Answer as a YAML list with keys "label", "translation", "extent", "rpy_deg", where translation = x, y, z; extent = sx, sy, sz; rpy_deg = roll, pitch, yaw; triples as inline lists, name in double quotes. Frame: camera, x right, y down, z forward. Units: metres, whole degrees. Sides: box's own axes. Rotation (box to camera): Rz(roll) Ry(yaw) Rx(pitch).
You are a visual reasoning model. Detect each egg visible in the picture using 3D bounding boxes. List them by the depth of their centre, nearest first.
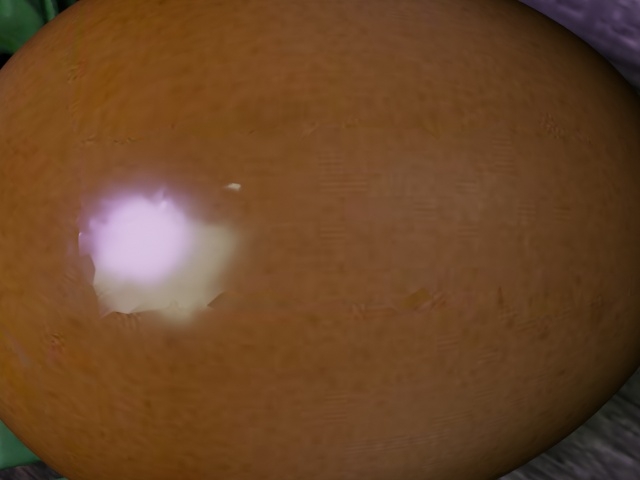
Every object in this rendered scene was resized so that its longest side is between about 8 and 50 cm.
- label: "egg"
  translation: [0.000, 0.000, 0.465]
  extent: [0.323, 0.250, 0.250]
  rpy_deg: [-1, 97, -8]

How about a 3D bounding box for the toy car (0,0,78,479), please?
- label: "toy car"
  translation: [-0.208, 0.000, 0.582]
  extent: [0.176, 0.214, 0.358]
  rpy_deg: [8, 102, 62]
